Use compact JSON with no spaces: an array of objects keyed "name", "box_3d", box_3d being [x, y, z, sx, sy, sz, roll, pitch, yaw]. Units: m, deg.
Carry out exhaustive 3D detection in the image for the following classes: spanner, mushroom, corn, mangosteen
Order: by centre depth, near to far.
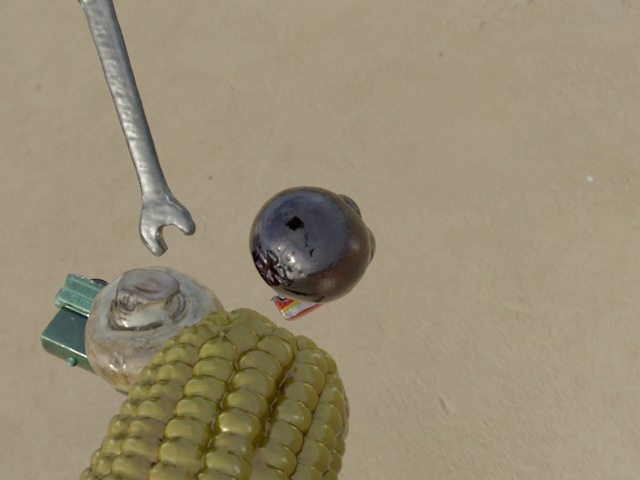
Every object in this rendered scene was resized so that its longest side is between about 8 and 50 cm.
[{"name":"corn","box_3d":[-0.083,0.191,0.298,0.131,0.131,0.344,3,52,28]},{"name":"spanner","box_3d":[-0.151,-0.109,0.524,0.054,0.254,0.015,-10,15,13]},{"name":"mangosteen","box_3d":[0.000,0.000,1.049,0.194,0.194,0.230,18,30,34]},{"name":"mushroom","box_3d":[-0.274,0.146,1.136,0.255,0.184,0.255,7,30,-4]}]

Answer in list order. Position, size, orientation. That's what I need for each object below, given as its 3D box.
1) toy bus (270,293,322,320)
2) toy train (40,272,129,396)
[{"name":"toy bus","box_3d":[-0.018,0.111,1.479,0.174,0.079,0.077,-31,77,10]},{"name":"toy train","box_3d":[-0.407,0.199,1.349,0.330,0.138,0.178,21,54,8]}]
